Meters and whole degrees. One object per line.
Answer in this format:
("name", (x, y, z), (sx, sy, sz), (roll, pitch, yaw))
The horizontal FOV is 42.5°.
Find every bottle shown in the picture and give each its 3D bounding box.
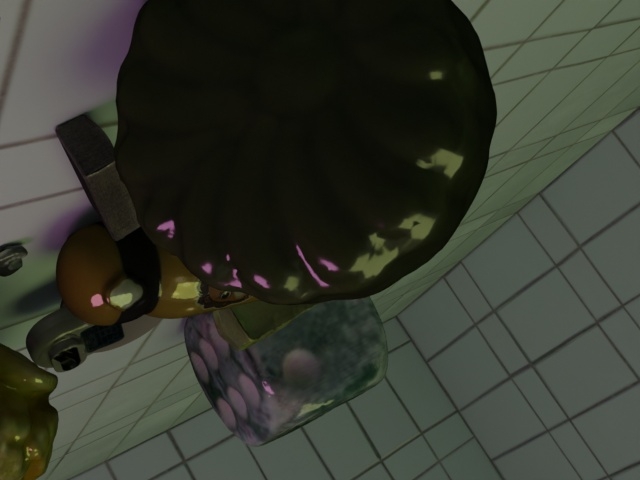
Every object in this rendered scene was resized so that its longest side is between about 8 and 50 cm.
("bottle", (-0.201, 0.031, 1.179), (0.351, 0.172, 0.171), (-12, 156, -39))

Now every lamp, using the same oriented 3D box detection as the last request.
("lamp", (-0.344, 0.106, 1.281), (0.246, 0.108, 0.179), (-30, 155, -23))

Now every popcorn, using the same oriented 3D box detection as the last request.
("popcorn", (-0.508, 0.273, 1.114), (0.334, 0.292, 0.294), (-8, -126, 62))

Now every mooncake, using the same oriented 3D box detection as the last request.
("mooncake", (-0.018, -0.113, 0.778), (0.356, 0.356, 0.194), (-38, 167, 20))

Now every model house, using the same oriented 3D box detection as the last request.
("model house", (-0.130, 0.072, 1.480), (0.195, 0.214, 0.189), (-32, 174, -29))

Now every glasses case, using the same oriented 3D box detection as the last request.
("glasses case", (-0.257, -0.069, 0.974), (0.047, 0.071, 0.205), (-33, 166, -14))

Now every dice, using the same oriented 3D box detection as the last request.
("dice", (-0.079, 0.241, 1.822), (0.348, 0.331, 0.328), (-19, 164, -31))

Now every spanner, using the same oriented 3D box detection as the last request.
("spanner", (-0.485, 0.045, 0.975), (0.301, 0.017, 0.071), (-15, 157, -49))
